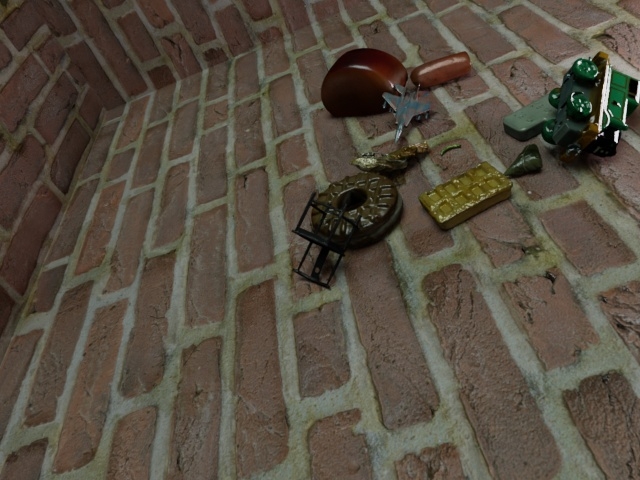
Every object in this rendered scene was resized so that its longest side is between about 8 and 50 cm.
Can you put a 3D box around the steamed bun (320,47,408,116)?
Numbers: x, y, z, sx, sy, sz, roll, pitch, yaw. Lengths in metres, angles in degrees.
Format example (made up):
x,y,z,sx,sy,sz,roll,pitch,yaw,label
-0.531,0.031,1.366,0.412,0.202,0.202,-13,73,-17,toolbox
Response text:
x,y,z,sx,sy,sz,roll,pitch,yaw,label
0.182,-0.718,2.359,0.379,0.248,0.235,2,46,32,steamed bun

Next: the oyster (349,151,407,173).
x,y,z,sx,sy,sz,roll,pitch,yaw,label
0.224,-0.277,1.938,0.132,0.209,0.072,-1,83,50,oyster

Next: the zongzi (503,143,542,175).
x,y,z,sx,sy,sz,roll,pitch,yaw,label
0.667,-0.277,1.766,0.130,0.062,0.154,-20,32,26,zongzi

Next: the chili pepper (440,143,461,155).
x,y,z,sx,sy,sz,roll,pitch,yaw,label
0.483,-0.342,1.961,0.083,0.017,0.030,-20,41,7,chili pepper

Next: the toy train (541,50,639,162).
x,y,z,sx,sy,sz,roll,pitch,yaw,label
0.873,-0.416,1.685,0.249,0.178,0.430,21,64,0,toy train

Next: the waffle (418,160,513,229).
x,y,z,sx,sy,sz,roll,pitch,yaw,label
0.472,-0.146,1.720,0.274,0.057,0.168,-28,40,-1,waffle

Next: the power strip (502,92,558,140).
x,y,z,sx,sy,sz,roll,pitch,yaw,label
0.804,-0.436,1.857,0.264,0.059,0.194,-28,39,-4,power strip

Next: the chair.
x,y,z,sx,sy,sz,roll,pitch,yaw,label
0.000,0.000,1.669,0.154,0.141,0.260,23,86,31,chair

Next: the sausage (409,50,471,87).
x,y,z,sx,sy,sz,roll,pitch,yaw,label
0.524,-0.745,2.314,0.259,0.114,0.114,-15,40,11,sausage

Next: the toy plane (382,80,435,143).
x,y,z,sx,sy,sz,roll,pitch,yaw,label
0.341,-0.509,2.147,0.222,0.104,0.327,16,68,7,toy plane

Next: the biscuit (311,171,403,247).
x,y,z,sx,sy,sz,roll,pitch,yaw,label
0.124,-0.111,1.836,0.331,0.103,0.332,-15,40,13,biscuit

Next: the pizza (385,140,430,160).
x,y,z,sx,sy,sz,roll,pitch,yaw,label
0.323,-0.328,1.979,0.174,0.046,0.134,-16,3,17,pizza
